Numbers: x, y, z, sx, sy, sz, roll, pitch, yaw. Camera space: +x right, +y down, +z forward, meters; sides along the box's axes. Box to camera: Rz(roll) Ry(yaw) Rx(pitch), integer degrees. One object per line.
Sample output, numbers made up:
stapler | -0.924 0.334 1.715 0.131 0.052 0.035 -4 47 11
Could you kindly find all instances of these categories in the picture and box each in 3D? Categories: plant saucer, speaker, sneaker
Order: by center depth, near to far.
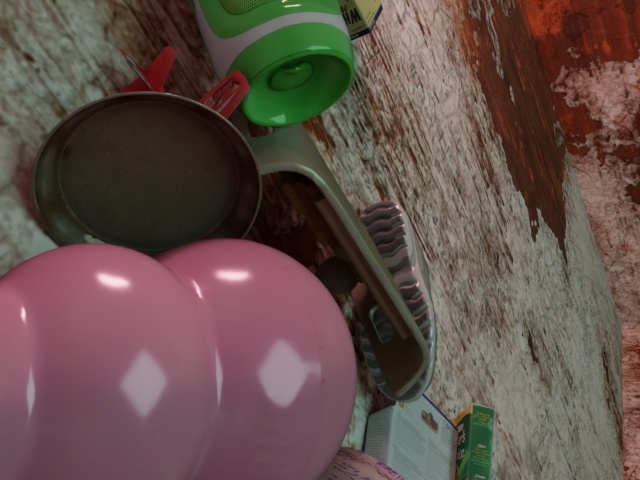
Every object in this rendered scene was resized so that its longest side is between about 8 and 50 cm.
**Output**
plant saucer | -0.131 -0.042 0.456 0.168 0.169 0.029 47 14 -39
speaker | -0.070 -0.261 0.556 0.131 0.131 0.296 6 58 -56
sneaker | 0.124 0.084 0.820 0.115 0.105 0.281 31 52 -51

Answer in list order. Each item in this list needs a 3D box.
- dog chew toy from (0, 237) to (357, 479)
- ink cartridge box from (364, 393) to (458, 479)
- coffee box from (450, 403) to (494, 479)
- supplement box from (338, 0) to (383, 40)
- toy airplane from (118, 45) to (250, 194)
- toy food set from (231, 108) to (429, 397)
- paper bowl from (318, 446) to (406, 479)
dog chew toy | -0.129 0.092 0.375 0.332 0.207 0.206 9 73 -47
ink cartridge box | 0.130 0.333 0.819 0.223 0.045 0.223 49 41 -38
coffee box | 0.231 0.362 0.918 0.113 0.041 0.184 102 1 -60
supplement box | 0.044 -0.358 0.879 0.083 0.056 0.083 54 41 -32
toy airplane | -0.128 -0.105 0.503 0.028 0.151 0.151 -6 86 -70
toy food set | 0.000 0.000 0.638 0.306 0.093 0.219 56 7 -28
paper bowl | 0.021 0.324 0.458 0.148 0.284 0.284 -19 98 -30
